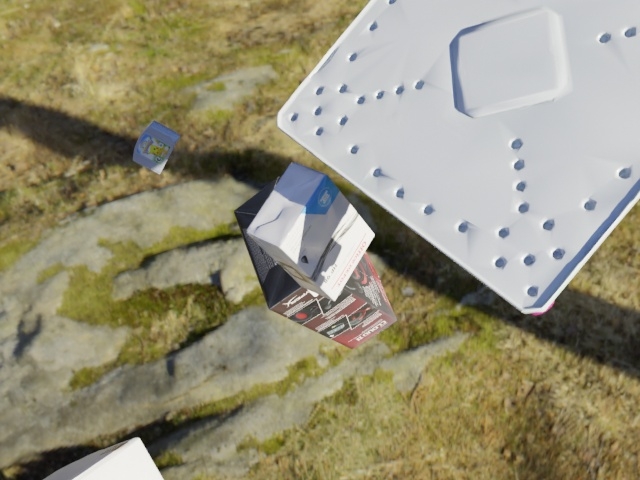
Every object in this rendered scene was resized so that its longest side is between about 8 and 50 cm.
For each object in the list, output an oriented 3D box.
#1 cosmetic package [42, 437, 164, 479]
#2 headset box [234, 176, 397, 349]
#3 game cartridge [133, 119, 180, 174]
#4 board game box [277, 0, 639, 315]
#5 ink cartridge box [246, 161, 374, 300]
[{"bbox_3d":[-0.229,0.452,0.982,0.156,0.217,0.384,-32,90,-49],"label":"cosmetic package"},{"bbox_3d":[0.003,0.051,1.435,0.110,0.293,0.218,-35,54,17],"label":"headset box"},{"bbox_3d":[-0.263,-0.147,1.293,0.056,0.083,0.017,29,34,-9],"label":"game cartridge"},{"bbox_3d":[0.200,-0.174,0.854,0.390,0.050,0.390,-50,56,0],"label":"board game box"},{"bbox_3d":[0.000,0.000,0.998,0.060,0.180,0.104,21,74,38],"label":"ink cartridge box"}]
